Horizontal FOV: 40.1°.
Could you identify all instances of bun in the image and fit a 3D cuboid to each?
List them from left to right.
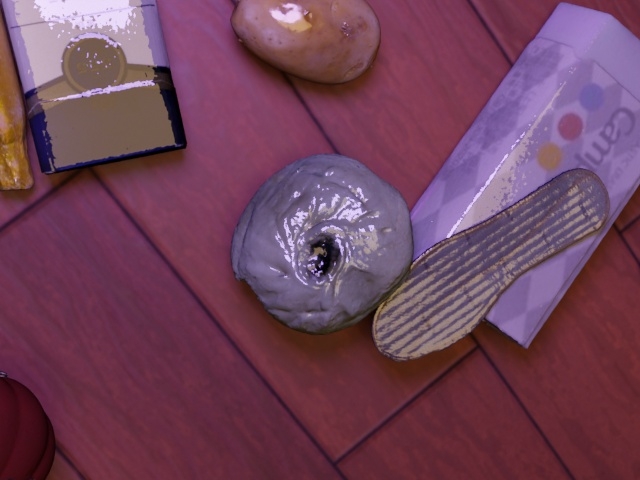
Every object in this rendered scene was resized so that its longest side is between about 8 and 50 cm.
[{"bbox_3d":[0.002,-0.002,1.025,0.221,0.108,0.221,-2,75,7],"label":"bun"}]

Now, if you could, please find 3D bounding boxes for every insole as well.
[{"bbox_3d":[0.208,0.028,1.070,0.348,0.009,0.119,-33,102,-6],"label":"insole"}]

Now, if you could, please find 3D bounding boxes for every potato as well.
[{"bbox_3d":[-0.013,-0.249,1.019,0.178,0.109,0.118,17,72,-19],"label":"potato"}]

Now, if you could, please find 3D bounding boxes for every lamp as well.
[{"bbox_3d":[-0.406,0.227,0.951,0.227,0.227,0.227,-2,98,-12],"label":"lamp"}]

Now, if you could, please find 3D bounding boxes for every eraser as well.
[{"bbox_3d":[0.284,-0.085,1.121,0.213,0.082,0.397,36,89,-15],"label":"eraser"}]

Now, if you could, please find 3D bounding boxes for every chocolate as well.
[{"bbox_3d":[-0.366,-0.160,0.967,0.085,0.085,0.219,-15,105,-10],"label":"chocolate"}]

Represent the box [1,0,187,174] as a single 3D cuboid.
[{"bbox_3d":[-0.258,-0.214,0.987,0.168,0.071,0.259,-14,99,-11],"label":"box"}]
